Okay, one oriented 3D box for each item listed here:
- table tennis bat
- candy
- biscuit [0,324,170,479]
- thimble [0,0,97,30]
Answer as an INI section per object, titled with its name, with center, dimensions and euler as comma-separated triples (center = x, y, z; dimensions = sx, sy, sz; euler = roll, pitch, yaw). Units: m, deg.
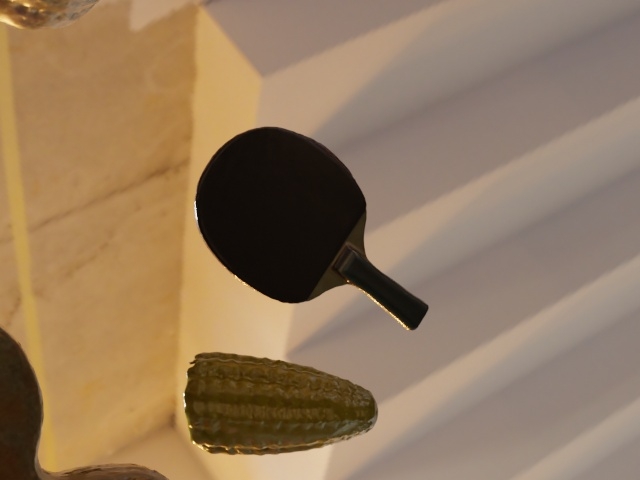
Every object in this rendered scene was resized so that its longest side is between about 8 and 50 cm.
[table tennis bat]
center = 0.000, 0.000, 1.354
dimensions = 0.173, 0.301, 0.022
euler = -57, 20, -10
[candy]
center = -0.039, 0.173, 1.294
dimensions = 0.198, 0.094, 0.106
euler = 4, -61, 3
[biscuit]
center = -0.112, 0.125, 0.406
dimensions = 0.153, 0.234, 0.030
euler = -21, 14, -19
[thimble]
center = -0.283, -0.326, 1.207
dimensions = 0.148, 0.229, 0.196
euler = -30, 13, 42
